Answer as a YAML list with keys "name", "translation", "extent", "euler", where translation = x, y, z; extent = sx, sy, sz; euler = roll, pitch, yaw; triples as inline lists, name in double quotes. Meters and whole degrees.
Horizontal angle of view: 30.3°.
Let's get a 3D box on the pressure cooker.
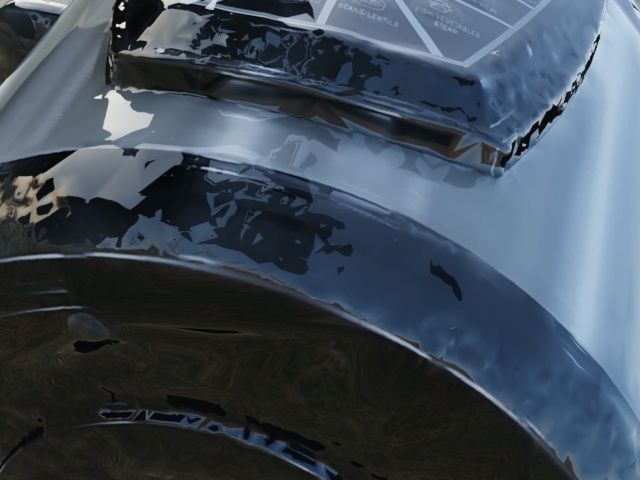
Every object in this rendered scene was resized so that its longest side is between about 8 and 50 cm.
- name: "pressure cooker"
  translation: [-0.003, 0.004, 0.618]
  extent: [0.370, 0.375, 0.420]
  euler: [52, 35, -24]
